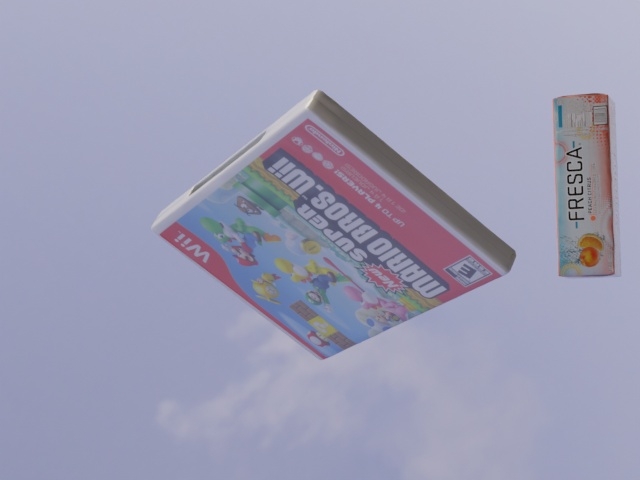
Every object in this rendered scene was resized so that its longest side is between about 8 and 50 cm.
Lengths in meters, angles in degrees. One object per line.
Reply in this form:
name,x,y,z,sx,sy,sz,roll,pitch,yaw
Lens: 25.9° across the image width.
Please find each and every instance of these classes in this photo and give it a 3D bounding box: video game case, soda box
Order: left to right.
video game case,0.000,0.000,1.145,0.204,0.285,0.025,38,-123,-14
soda box,0.269,-0.053,1.402,0.063,0.058,0.183,12,-103,-71
